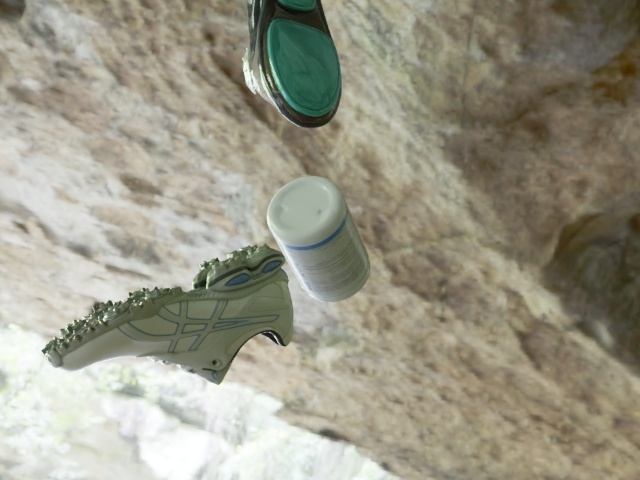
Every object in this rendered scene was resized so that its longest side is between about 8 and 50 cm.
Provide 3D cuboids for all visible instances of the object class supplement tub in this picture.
[{"bbox_3d":[0.000,0.000,0.830,0.071,0.071,0.107,5,-34,22],"label":"supplement tub"}]

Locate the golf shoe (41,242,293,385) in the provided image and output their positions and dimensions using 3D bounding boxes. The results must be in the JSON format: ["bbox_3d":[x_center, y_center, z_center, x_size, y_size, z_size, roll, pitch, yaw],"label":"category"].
[{"bbox_3d":[-0.095,0.067,0.640,0.176,0.086,0.069,-20,8,-19],"label":"golf shoe"}]

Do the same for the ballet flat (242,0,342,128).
[{"bbox_3d":[-0.028,-0.154,0.715,0.074,0.203,0.074,-6,-29,-3],"label":"ballet flat"}]
